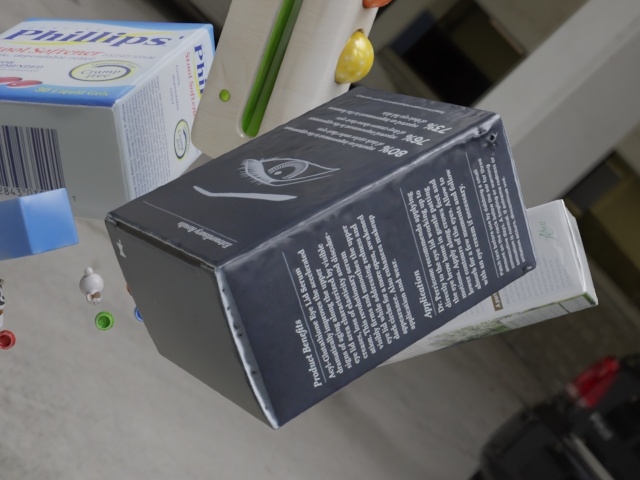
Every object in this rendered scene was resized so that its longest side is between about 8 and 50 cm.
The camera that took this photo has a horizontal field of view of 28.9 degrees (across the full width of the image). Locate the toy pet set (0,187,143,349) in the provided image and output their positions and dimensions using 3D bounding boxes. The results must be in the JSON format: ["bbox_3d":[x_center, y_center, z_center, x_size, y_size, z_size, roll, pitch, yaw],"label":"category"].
[{"bbox_3d":[-0.195,0.021,0.917,0.065,0.122,0.114,-147,-135,-83],"label":"toy pet set"}]

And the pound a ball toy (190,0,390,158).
[{"bbox_3d":[0.013,-0.227,1.249,0.136,0.319,0.208,27,22,15],"label":"pound a ball toy"}]

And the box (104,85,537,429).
[{"bbox_3d":[0.000,0.000,0.758,0.153,0.207,0.108,23,-43,56],"label":"box"}]

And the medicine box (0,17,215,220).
[{"bbox_3d":[-0.290,-0.152,1.474,0.289,0.263,0.149,-58,149,-58],"label":"medicine box"}]

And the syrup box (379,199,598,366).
[{"bbox_3d":[0.135,0.045,1.191,0.093,0.237,0.096,29,47,-68],"label":"syrup box"}]
